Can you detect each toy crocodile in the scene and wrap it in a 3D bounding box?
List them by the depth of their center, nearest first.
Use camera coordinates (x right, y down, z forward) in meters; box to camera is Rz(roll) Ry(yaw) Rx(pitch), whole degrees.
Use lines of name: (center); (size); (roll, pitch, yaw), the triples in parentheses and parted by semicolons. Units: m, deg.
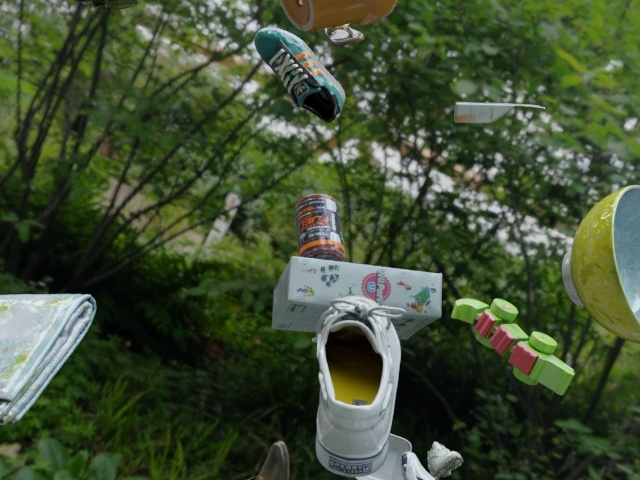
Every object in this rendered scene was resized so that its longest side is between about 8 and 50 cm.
toy crocodile: (0.459, 0.245, 1.856); (0.105, 0.115, 0.340); (2, 31, -44)

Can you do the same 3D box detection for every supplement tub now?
supplement tub: (0.000, 0.000, 1.721); (0.106, 0.106, 0.198); (23, 46, -37)

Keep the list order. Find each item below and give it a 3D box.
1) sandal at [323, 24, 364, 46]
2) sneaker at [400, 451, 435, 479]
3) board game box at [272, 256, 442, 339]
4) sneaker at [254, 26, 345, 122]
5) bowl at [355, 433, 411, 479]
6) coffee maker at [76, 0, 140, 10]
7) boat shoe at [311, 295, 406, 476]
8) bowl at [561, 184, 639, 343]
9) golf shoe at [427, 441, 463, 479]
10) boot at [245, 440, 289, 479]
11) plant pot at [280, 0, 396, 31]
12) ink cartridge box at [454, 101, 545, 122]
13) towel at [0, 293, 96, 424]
sandal: (0.047, -0.522, 1.898); (0.180, 0.072, 0.049); (-122, -169, -50)
sneaker: (0.278, 0.552, 1.673); (0.094, 0.153, 0.235); (83, -16, -65)
board game box: (0.067, 0.124, 1.573); (0.303, 0.098, 0.224); (7, -20, -10)
sneaker: (-0.053, -0.428, 2.011); (0.302, 0.108, 0.121); (39, 32, -20)
bowl: (0.162, 0.585, 2.056); (0.142, 0.142, 0.053); (16, -19, 3)
coffee maker: (-0.339, -0.441, 1.291); (0.171, 0.120, 0.178); (12, 10, -13)
boat shoe: (0.049, 0.145, 1.085); (0.135, 0.157, 0.367); (6, 27, 5)
bowl: (0.542, 0.057, 1.420); (0.289, 0.290, 0.156); (23, -27, -36)
golf shoe: (0.300, 0.545, 1.938); (0.069, 0.086, 0.176); (-13, -26, -17)
boot: (-0.143, 0.582, 1.829); (0.106, 0.219, 0.082); (20, -12, -42)
plant pot: (0.023, -0.522, 1.581); (0.205, 0.187, 0.205); (47, -25, 30)
ink cartridge box: (0.372, -0.267, 1.626); (0.179, 0.045, 0.145); (6, 13, 9)
towel: (-0.719, 0.244, 1.712); (0.320, 0.090, 0.375); (1, 34, 17)
